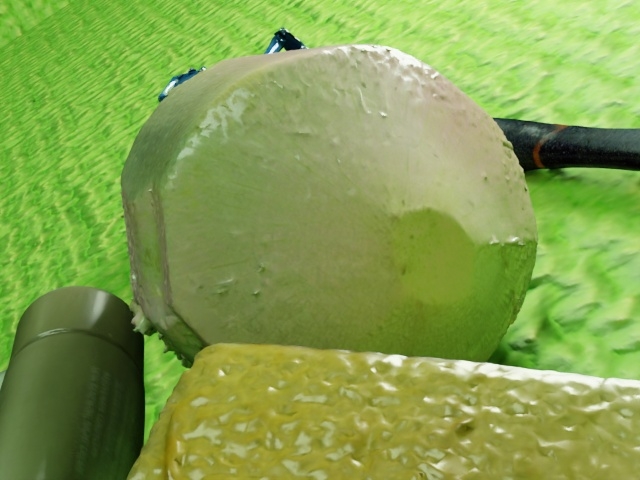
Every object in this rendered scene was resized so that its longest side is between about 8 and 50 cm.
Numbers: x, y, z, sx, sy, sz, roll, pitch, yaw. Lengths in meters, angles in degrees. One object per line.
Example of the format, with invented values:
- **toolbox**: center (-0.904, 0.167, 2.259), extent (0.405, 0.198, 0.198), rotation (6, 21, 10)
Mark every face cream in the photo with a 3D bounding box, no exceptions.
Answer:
- **face cream**: center (-0.135, 0.147, 0.603), extent (0.084, 0.137, 0.341), rotation (-25, 30, 7)

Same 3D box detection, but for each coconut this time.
- **coconut**: center (0.000, 0.000, 0.673), extent (0.233, 0.233, 0.245), rotation (-39, 19, -13)

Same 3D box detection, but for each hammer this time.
- **hammer**: center (0.185, -0.066, 0.771), extent (0.137, 0.037, 0.290), rotation (-43, 28, -22)

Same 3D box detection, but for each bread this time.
- **bread**: center (0.062, 0.138, 0.383), extent (0.275, 0.114, 0.184), rotation (3, 41, 21)

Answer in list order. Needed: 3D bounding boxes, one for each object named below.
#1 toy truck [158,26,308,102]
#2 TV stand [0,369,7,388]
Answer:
- **toy truck**: center (-0.062, -0.101, 1.012), extent (0.208, 0.126, 0.113), rotation (-14, 31, 32)
- **TV stand**: center (-0.277, 0.170, 0.822), extent (0.270, 0.082, 0.088), rotation (-23, 25, 21)
